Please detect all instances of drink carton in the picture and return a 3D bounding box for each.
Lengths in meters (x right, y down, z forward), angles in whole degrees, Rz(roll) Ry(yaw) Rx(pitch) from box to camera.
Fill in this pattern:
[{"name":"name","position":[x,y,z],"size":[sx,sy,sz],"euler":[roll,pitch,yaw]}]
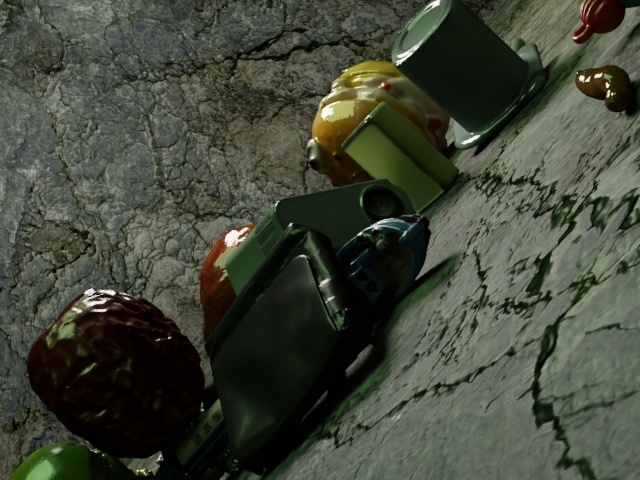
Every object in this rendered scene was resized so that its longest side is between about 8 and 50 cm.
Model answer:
[{"name":"drink carton","position":[0.224,-0.275,1.486],"size":[0.191,0.189,0.185],"euler":[-42,24,28]}]

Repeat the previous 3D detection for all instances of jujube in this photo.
[{"name":"jujube","position":[-0.274,0.180,1.290],"size":[0.213,0.232,0.213],"euler":[-44,8,8]}]

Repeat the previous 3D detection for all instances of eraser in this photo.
[{"name":"eraser","position":[0.129,-0.132,1.509],"size":[0.058,0.172,0.117],"euler":[-50,3,-30]}]

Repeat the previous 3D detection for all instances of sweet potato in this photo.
[{"name":"sweet potato","position":[0.290,-0.158,0.941],"size":[0.044,0.044,0.179],"euler":[-48,10,13]}]

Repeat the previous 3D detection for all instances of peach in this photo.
[{"name":"peach","position":[-0.122,0.101,1.717],"size":[0.256,0.232,0.232],"euler":[-39,4,0]}]

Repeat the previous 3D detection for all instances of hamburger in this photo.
[{"name":"hamburger","position":[0.105,-0.190,1.811],"size":[0.276,0.276,0.237],"euler":[-44,19,55]}]

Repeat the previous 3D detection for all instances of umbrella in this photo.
[{"name":"umbrella","position":[-0.222,0.330,1.574],"size":[0.122,0.110,0.272],"euler":[-50,0,-8]}]

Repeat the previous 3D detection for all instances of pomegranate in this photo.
[{"name":"pomegranate","position":[-0.313,0.394,1.242],"size":[0.236,0.236,0.302],"euler":[-51,26,-17]}]

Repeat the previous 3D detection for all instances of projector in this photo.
[{"name":"projector","position":[0.000,0.000,1.471],"size":[0.250,0.108,0.198],"euler":[-12,-19,-35]}]

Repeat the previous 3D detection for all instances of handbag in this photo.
[{"name":"handbag","position":[-0.039,0.127,1.118],"size":[0.247,0.080,0.223],"euler":[-54,34,22]}]

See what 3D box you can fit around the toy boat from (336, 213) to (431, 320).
[{"name":"toy boat","position":[0.059,0.041,1.153],"size":[0.097,0.100,0.223],"euler":[-41,-5,-39]}]

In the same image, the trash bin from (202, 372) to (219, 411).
[{"name":"trash bin","position":[-0.072,0.178,1.374],"size":[0.236,0.101,0.177],"euler":[-47,2,-5]}]

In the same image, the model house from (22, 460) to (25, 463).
[{"name":"model house","position":[-0.567,0.578,1.996],"size":[0.268,0.239,0.173],"euler":[-44,8,45]}]

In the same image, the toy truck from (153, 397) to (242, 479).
[{"name":"toy truck","position":[-0.141,0.276,1.244],"size":[0.202,0.088,0.074],"euler":[-49,5,9]}]

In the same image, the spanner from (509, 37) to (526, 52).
[{"name":"spanner","position":[0.319,-0.272,1.642],"size":[0.095,0.040,0.325],"euler":[-47,10,34]}]

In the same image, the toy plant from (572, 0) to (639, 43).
[{"name":"toy plant","position":[0.404,-0.343,1.120],"size":[0.240,0.088,0.154],"euler":[-57,20,-11]}]
